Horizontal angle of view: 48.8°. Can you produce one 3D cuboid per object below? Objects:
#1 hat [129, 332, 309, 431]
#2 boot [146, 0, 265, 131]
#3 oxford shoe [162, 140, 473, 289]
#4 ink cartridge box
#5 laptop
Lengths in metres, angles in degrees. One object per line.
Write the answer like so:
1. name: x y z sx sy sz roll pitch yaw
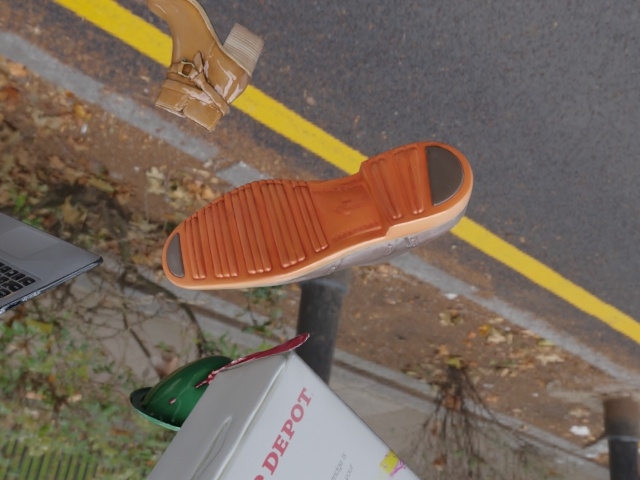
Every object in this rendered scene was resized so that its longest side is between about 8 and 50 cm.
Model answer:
1. hat: -0.160 0.179 1.060 0.208 0.184 0.173 17 -176 -18
2. boot: -0.192 -0.255 0.987 0.197 0.152 0.073 30 180 12
3. oxford shoe: 0.000 0.000 0.825 0.363 0.130 0.133 -13 152 3
4. ink cartridge box: -0.009 0.198 0.447 0.093 0.154 0.212 -21 118 44
5. laptop: -0.647 -0.035 1.133 0.381 0.408 0.237 19 124 32
